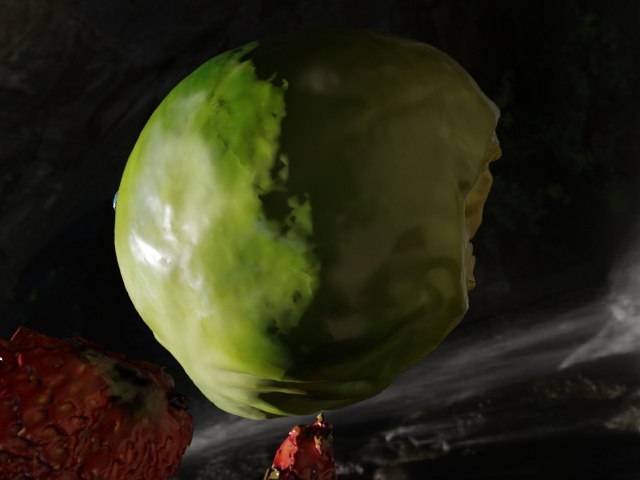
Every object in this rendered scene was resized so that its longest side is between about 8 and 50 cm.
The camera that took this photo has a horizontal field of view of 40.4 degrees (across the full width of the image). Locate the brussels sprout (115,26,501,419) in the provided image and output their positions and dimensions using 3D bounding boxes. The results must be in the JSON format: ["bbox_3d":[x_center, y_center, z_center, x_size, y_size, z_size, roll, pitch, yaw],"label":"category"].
[{"bbox_3d":[0.000,0.000,0.678,0.344,0.344,0.268,51,-168,-45],"label":"brussels sprout"}]

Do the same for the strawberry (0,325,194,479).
[{"bbox_3d":[-0.283,0.223,0.925,0.261,0.261,0.258,48,-126,-48],"label":"strawberry"}]

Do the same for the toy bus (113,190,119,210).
[{"bbox_3d":[-0.210,-0.001,1.341,0.246,0.113,0.134,61,-171,-25],"label":"toy bus"}]

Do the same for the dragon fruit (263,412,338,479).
[{"bbox_3d":[-0.032,0.410,1.541,0.208,0.150,0.133,-48,-37,-22],"label":"dragon fruit"}]
